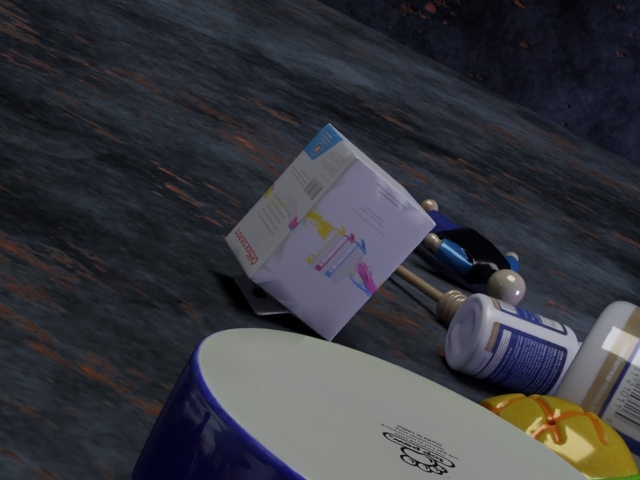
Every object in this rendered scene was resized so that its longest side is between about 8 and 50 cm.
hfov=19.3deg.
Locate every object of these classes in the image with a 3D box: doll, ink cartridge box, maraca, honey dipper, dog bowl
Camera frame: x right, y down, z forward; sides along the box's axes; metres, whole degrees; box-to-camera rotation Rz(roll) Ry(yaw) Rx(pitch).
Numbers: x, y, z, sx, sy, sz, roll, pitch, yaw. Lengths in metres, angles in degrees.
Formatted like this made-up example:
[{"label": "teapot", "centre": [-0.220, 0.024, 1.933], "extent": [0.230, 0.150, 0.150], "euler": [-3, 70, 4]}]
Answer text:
[{"label": "doll", "centre": [0.144, 0.011, 1.865], "extent": [0.129, 0.046, 0.189], "euler": [14, 17, -36]}, {"label": "ink cartridge box", "centre": [0.000, 0.000, 1.462], "extent": [0.090, 0.143, 0.092], "euler": [39, 7, -24]}, {"label": "maraca", "centre": [0.110, 0.145, 1.183], "extent": [0.186, 0.099, 0.127], "euler": [3, -2, 17]}, {"label": "honey dipper", "centre": [0.088, 0.040, 1.694], "extent": [0.030, 0.030, 0.161], "euler": [13, 14, -42]}, {"label": "dog bowl", "centre": [0.032, 0.152, 0.975], "extent": [0.265, 0.104, 0.265], "euler": [24, 13, -6]}]

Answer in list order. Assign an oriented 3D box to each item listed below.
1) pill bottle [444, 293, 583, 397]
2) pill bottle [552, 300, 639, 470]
[{"label": "pill bottle", "centre": [0.168, 0.092, 1.542], "extent": [0.120, 0.067, 0.067], "euler": [21, 14, -19]}, {"label": "pill bottle", "centre": [0.282, 0.164, 1.285], "extent": [0.265, 0.153, 0.153], "euler": [29, 13, 11]}]
